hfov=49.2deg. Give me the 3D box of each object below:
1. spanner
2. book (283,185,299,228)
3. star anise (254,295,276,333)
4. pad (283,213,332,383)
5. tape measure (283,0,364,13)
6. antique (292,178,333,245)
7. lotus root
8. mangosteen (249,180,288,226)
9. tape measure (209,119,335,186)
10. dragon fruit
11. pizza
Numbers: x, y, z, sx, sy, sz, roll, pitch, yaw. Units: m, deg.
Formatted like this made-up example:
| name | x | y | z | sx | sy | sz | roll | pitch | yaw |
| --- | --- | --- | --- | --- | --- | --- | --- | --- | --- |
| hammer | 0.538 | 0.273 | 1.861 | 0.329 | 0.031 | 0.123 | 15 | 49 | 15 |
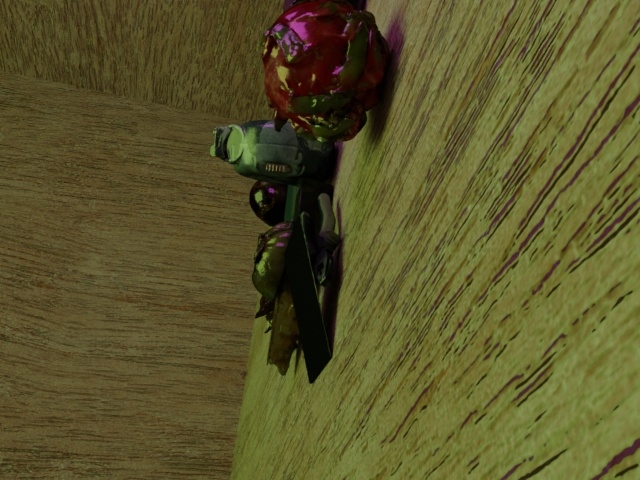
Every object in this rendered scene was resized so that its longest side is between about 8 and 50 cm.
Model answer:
| name | x | y | z | sx | sy | sz | roll | pitch | yaw |
| --- | --- | --- | --- | --- | --- | --- | --- | --- | --- |
| spanner | 0.000 | 0.000 | 1.461 | 0.095 | 0.040 | 0.325 | -44 | 24 | 19 |
| book | -0.045 | -0.174 | 2.032 | 0.264 | 0.031 | 0.379 | 124 | 157 | -44 |
| star anise | -0.099 | 0.133 | 1.906 | 0.272 | 0.103 | 0.272 | 2 | -90 | -69 |
| pad | -0.030 | 0.122 | 1.423 | 0.202 | 0.005 | 0.299 | 115 | 145 | -61 |
| tape measure | 0.009 | -0.636 | 1.813 | 0.231 | 0.149 | 0.245 | -2 | 76 | 49 |
| antique | -0.024 | -0.032 | 1.654 | 0.080 | 0.081 | 0.221 | 111 | 168 | -55 |
| lotus root | -0.122 | 0.040 | 1.651 | 0.183 | 0.078 | 0.203 | 140 | 145 | -71 |
| mangosteen | -0.129 | -0.150 | 2.297 | 0.217 | 0.192 | 0.192 | -57 | 6 | -6 |
| tape measure | -0.101 | -0.213 | 1.765 | 0.256 | 0.275 | 0.147 | 7 | -91 | -67 |
| dragon fruit | 0.011 | -0.310 | 1.285 | 0.302 | 0.237 | 0.231 | -102 | 1 | -46 |
| pizza | -0.077 | 0.159 | 1.770 | 0.268 | 0.087 | 0.257 | -88 | 11 | -55 |
